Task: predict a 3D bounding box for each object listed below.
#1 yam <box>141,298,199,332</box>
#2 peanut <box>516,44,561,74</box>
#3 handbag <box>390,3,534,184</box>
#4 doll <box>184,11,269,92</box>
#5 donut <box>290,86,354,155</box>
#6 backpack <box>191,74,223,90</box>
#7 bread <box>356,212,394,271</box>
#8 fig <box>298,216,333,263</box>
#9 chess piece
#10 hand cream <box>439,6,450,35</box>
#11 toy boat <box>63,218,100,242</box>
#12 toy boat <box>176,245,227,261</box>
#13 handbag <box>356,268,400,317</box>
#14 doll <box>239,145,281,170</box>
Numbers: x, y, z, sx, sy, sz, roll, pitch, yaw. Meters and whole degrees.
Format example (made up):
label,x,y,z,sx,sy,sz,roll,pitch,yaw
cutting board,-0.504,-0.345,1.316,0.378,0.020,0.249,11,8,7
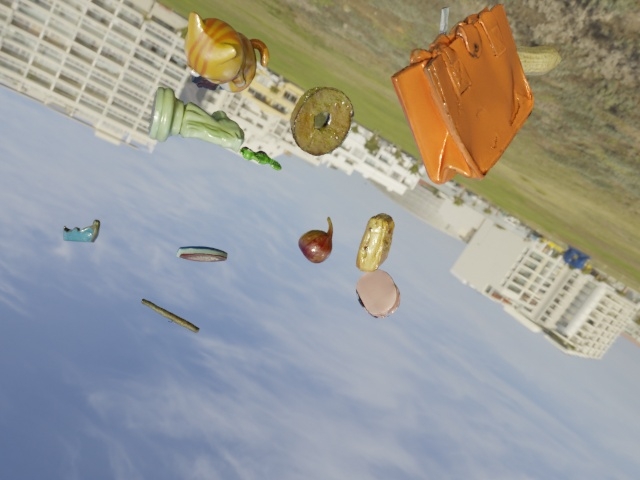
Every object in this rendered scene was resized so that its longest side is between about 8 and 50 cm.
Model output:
label,x,y,z,sx,sy,sz,roll,pitch,yaw
yam,-0.502,0.256,1.679,0.234,0.029,0.027,38,178,-33
peanut,0.630,-0.545,1.520,0.215,0.090,0.098,-5,-167,-11
handbag,0.346,-0.338,1.144,0.116,0.410,0.303,-3,123,45
doll,-0.255,-0.479,1.302,0.167,0.162,0.269,33,-162,-1
donut,-0.003,-0.476,1.962,0.272,0.272,0.107,22,-162,-36
backpack,-0.375,-0.590,1.799,0.165,0.105,0.120,9,171,-29
bread,0.227,0.009,2.000,0.099,0.234,0.210,19,-168,15
fig,0.000,0.008,2.462,0.175,0.207,0.175,52,-169,-14
chess piece,-0.389,-0.376,1.608,0.299,0.175,0.175,10,-160,-23
hand cream,0.317,-0.555,1.293,0.030,0.093,0.019,-28,-136,-28
toy boat,-0.803,-0.033,1.695,0.186,0.077,0.075,1,175,40
toy boat,-0.497,0.063,2.140,0.229,0.080,0.046,7,-147,-36
handbag,0.242,0.224,2.090,0.116,0.179,0.205,39,-159,-55
doll,-0.238,-0.325,1.994,0.190,0.050,0.115,16,-152,-33
